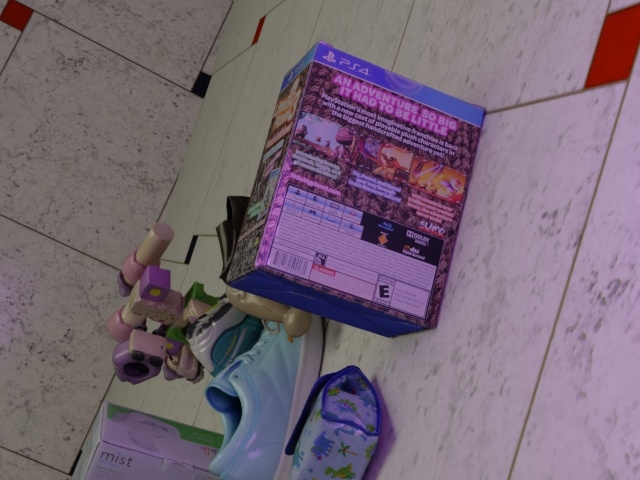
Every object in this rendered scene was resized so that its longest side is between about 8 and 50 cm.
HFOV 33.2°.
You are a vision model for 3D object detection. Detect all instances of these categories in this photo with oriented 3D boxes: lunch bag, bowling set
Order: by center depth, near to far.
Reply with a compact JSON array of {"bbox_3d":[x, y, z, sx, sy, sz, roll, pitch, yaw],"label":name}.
[{"bbox_3d":[0.017,0.239,1.332,0.151,0.096,0.129,-73,5,-69],"label":"lunch bag"},{"bbox_3d":[0.000,0.000,1.632,0.154,0.200,0.287,26,103,32],"label":"bowling set"}]

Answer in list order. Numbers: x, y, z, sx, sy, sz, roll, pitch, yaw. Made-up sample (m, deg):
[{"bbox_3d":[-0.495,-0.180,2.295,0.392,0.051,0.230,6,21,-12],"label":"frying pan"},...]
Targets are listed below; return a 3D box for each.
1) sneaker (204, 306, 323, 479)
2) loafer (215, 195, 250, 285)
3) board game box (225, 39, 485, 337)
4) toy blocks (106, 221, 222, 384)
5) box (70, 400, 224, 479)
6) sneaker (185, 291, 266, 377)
[{"bbox_3d":[-0.090,0.201,1.607,0.135,0.150,0.366,126,157,-43],"label":"sneaker"},{"bbox_3d":[-0.193,-0.004,2.303,0.080,0.078,0.220,131,153,-52],"label":"loafer"},{"bbox_3d":[0.042,-0.055,1.319,0.141,0.232,0.291,154,134,-68],"label":"board game box"},{"bbox_3d":[-0.240,0.183,1.888,0.260,0.288,0.309,-51,27,38],"label":"toy blocks"},{"bbox_3d":[-0.273,0.419,1.757,0.127,0.262,0.231,-110,41,-66],"label":"box"},{"bbox_3d":[-0.120,0.134,1.763,0.107,0.110,0.275,-19,14,38],"label":"sneaker"}]
